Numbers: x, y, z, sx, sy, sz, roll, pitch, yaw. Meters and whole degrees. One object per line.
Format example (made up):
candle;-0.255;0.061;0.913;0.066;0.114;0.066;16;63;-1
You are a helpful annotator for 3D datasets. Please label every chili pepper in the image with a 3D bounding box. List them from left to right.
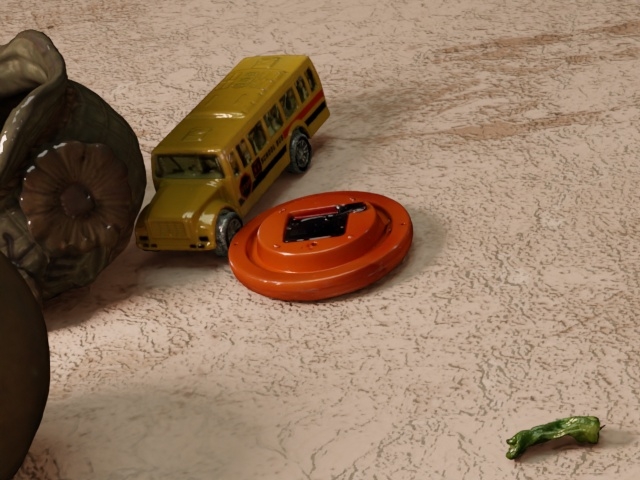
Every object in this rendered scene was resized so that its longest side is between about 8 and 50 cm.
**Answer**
chili pepper;0.205;0.169;1.504;0.091;0.030;0.034;-12;53;4

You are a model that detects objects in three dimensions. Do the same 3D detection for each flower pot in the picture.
flower pot;-0.340;-0.063;1.897;0.302;0.213;0.301;-25;39;22

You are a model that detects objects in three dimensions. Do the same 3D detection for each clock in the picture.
clock;0.000;0.000;1.874;0.205;0.051;0.205;-11;28;6

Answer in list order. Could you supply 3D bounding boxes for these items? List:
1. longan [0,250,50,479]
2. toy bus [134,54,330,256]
longan;-0.393;0.114;1.538;0.319;0.319;0.319;-10;28;5
toy bus;-0.105;-0.104;2.028;0.121;0.123;0.335;2;31;25
